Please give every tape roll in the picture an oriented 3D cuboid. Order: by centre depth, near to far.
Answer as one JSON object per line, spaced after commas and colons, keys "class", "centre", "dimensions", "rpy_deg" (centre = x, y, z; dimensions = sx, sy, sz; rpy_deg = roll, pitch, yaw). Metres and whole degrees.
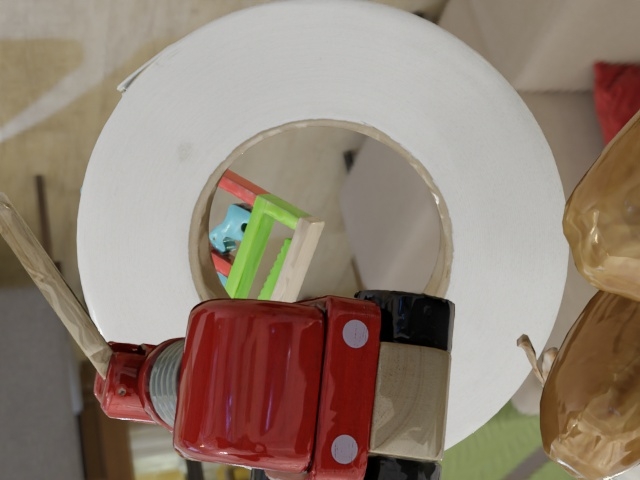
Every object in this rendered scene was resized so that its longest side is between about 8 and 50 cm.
{"class": "tape roll", "centre": [0.000, 0.000, 0.889], "dimensions": [0.392, 0.392, 0.072], "rpy_deg": [-16, -169, 6]}

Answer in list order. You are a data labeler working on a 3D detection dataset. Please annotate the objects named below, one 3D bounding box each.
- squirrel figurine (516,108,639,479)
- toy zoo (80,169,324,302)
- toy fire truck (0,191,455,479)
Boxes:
{"class": "squirrel figurine", "centre": [0.268, -0.003, 0.509], "dimensions": [0.397, 0.281, 0.370], "rpy_deg": [-53, 173, -10]}
{"class": "toy zoo", "centre": [-0.148, 0.004, 1.170], "dimensions": [0.030, 0.293, 0.192], "rpy_deg": [-7, 122, -59]}
{"class": "toy fire truck", "centre": [-0.071, 0.062, 0.633], "dimensions": [0.246, 0.158, 0.217], "rpy_deg": [10, 169, -21]}
